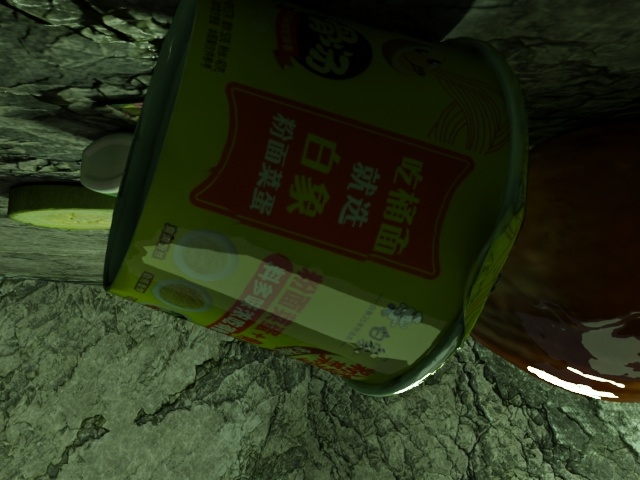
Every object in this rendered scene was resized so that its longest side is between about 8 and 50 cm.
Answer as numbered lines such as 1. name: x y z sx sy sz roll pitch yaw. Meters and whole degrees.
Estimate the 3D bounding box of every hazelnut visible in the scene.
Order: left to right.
1. hazelnut: 0.312 0.022 0.782 0.373 0.315 0.372 0 153 0

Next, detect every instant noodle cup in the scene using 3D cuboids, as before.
1. instant noodle cup: -0.025 -0.047 0.529 0.222 0.311 0.311 15 167 -21

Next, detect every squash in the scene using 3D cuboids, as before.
1. squash: -0.422 -0.053 1.241 0.252 0.048 0.252 1 171 0

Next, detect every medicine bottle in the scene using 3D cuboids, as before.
1. medicine bottle: -0.204 -0.081 0.932 0.115 0.078 0.219 -6 168 30

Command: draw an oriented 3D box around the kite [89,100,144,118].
1. kite: -0.085 -0.134 0.795 0.321 0.016 0.234 8 168 -38
